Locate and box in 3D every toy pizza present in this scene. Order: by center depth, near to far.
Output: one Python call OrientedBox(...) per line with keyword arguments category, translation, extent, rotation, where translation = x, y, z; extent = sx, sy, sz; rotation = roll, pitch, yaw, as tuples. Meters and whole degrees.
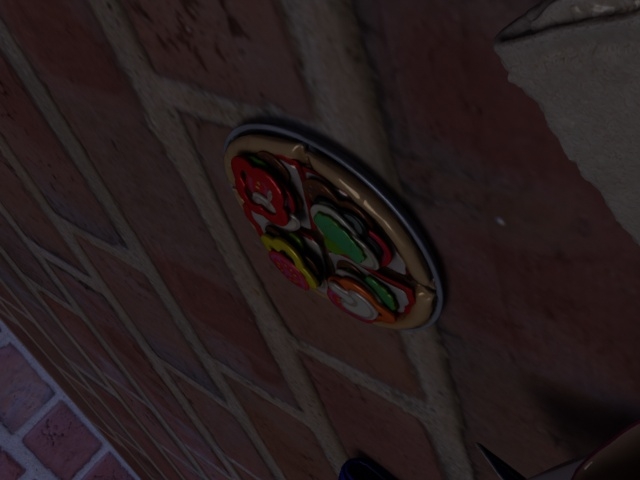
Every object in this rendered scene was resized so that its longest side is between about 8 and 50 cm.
OrientedBox(category="toy pizza", translation=(0.000, 0.000, 0.622), extent=(0.201, 0.032, 0.201), rotation=(34, 155, 19))

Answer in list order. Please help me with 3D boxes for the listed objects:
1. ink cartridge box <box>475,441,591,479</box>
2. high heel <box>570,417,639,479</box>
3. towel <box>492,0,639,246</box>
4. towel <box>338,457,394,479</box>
OrientedBox(category="ink cartridge box", translation=(0.223, 0.235, 0.483), extent=(0.165, 0.065, 0.332), rotation=(39, -171, -33))
OrientedBox(category="high heel", translation=(0.138, 0.062, 0.288), extent=(0.181, 0.127, 0.377), rotation=(27, 151, 39))
OrientedBox(category="towel", translation=(0.199, 0.001, 0.299), extent=(0.282, 0.049, 0.187), rotation=(50, 157, -18))
OrientedBox(category="towel", translation=(0.105, 0.401, 1.078), extent=(0.228, 0.076, 0.308), rotation=(35, 155, 19))
